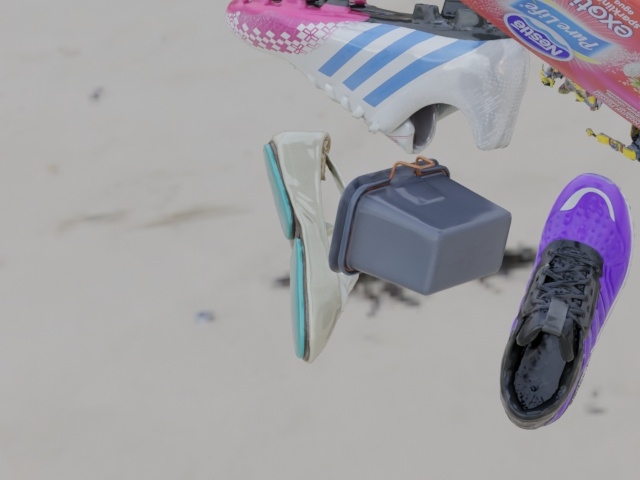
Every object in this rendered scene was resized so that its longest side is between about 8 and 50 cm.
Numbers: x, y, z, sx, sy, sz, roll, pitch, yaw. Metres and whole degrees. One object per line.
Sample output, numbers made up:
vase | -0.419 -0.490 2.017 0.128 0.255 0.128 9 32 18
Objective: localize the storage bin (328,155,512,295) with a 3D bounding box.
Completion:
storage bin | 0.088 -0.011 1.475 0.091 0.098 0.135 25 25 33

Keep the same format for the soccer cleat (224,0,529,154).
soccer cleat | 0.040 -0.155 1.676 0.331 0.143 0.116 12 18 38

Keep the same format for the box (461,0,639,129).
box | 0.199 -0.208 1.346 0.122 0.257 0.128 -27 35 58

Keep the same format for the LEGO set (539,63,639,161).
LEGO set | 0.392 -0.255 2.700 0.192 0.255 0.331 -19 55 -18

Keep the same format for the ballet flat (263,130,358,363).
ballet flat | 0.000 0.000 1.799 0.086 0.086 0.248 -8 66 -3

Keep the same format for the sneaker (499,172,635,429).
sneaker | 0.266 0.071 1.990 0.102 0.293 0.146 16 5 13
